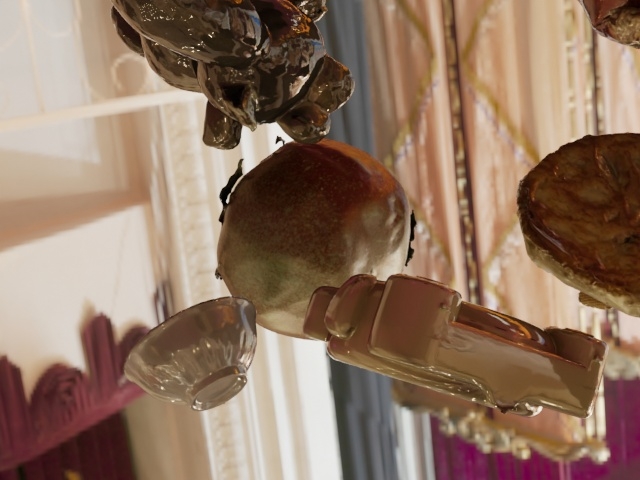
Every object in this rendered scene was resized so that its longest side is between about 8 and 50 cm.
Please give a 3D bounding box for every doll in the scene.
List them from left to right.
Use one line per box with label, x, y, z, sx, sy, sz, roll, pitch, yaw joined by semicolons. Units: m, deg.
doll;-0.147;-0.319;1.452;0.252;0.379;0.382;-42;-127;-9

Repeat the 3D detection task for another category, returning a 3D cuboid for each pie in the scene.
pie;0.427;-0.028;1.571;0.315;0.092;0.315;0;-125;1

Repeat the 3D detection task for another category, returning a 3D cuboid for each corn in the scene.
corn;0.399;0.086;1.627;0.028;0.027;0.083;33;176;-16

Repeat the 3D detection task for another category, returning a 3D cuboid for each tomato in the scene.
tomato;0.000;0.000;1.632;0.239;0.303;0.303;23;-153;26

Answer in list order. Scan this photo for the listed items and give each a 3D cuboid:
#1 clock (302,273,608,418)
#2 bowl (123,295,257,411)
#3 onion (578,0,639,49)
clock;0.138;0.118;1.290;0.284;0.114;0.309;18;174;-25
bowl;-0.146;0.161;1.430;0.189;0.189;0.086;-16;-119;-33
onion;0.234;-0.182;0.657;0.248;0.161;0.248;19;-165;-5
